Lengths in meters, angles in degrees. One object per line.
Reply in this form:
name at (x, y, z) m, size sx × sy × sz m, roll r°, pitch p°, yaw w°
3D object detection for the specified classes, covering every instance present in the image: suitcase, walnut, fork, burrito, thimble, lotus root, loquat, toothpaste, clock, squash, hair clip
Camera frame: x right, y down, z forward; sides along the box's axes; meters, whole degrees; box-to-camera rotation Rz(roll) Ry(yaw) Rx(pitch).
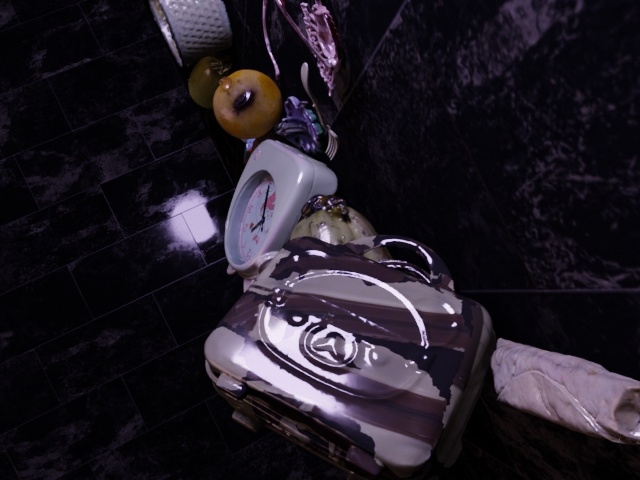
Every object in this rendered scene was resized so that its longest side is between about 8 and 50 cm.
suitcase at (0.058, 0.144, 0.786) m, size 0.352 × 0.339 × 0.193 m, roll 21°, pitch 146°, yaw 23°
walnut at (-0.120, -0.216, 1.396) m, size 0.124 × 0.105 × 0.105 m, roll 49°, pitch 162°, yaw 42°
fork at (0.001, -0.217, 0.947) m, size 0.219 × 0.029 × 0.034 m, roll 67°, pitch 179°, yaw -57°
burrito at (0.250, 0.155, 0.589) m, size 0.275 × 0.059 × 0.082 m, roll 161°, pitch 98°, yaw -79°
thimble at (-0.343, -0.590, 1.430) m, size 0.270 × 0.150 × 0.270 m, roll 60°, pitch 169°, yaw 19°
lotus root at (0.054, 0.066, 0.996) m, size 0.173 × 0.173 × 0.309 m, roll 86°, pitch 160°, yaw -63°
loquat at (-0.157, -0.295, 1.227) m, size 0.137 × 0.163 × 0.163 m, roll 28°, pitch 145°, yaw 51°
toothpaste at (-0.204, -0.281, 1.781) m, size 0.193 × 0.071 × 0.044 m, roll 161°, pitch 113°, yaw -79°
clock at (-0.108, -0.042, 1.206) m, size 0.265 × 0.109 × 0.323 m, roll 42°, pitch 111°, yaw 54°
squash at (-0.321, -0.502, 1.653) m, size 0.137 × 0.137 × 0.287 m, roll 64°, pitch 163°, yaw 1°
hair clip at (-0.045, -0.228, 1.136) m, size 0.124 × 0.052 × 0.195 m, roll 61°, pitch 166°, yaw -19°

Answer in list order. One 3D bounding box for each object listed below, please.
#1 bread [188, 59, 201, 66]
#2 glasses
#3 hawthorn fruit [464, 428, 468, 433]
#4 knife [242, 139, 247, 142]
bread at (-0.446, -0.686, 1.843) m, size 0.222 × 0.096 × 0.181 m, roll 54°, pitch 166°, yaw 34°
glasses at (-0.040, -0.317, 0.784) m, size 0.162 × 0.096 × 0.255 m, roll -96°, pitch -13°, yaw -69°
hawthorn fruit at (0.143, 0.281, 1.023) m, size 0.301 × 0.254 × 0.253 m, roll 9°, pitch 129°, yaw 44°
knife at (-0.240, -0.389, 1.719) m, size 0.073 × 0.041 × 0.265 m, roll 48°, pitch 164°, yaw 21°
